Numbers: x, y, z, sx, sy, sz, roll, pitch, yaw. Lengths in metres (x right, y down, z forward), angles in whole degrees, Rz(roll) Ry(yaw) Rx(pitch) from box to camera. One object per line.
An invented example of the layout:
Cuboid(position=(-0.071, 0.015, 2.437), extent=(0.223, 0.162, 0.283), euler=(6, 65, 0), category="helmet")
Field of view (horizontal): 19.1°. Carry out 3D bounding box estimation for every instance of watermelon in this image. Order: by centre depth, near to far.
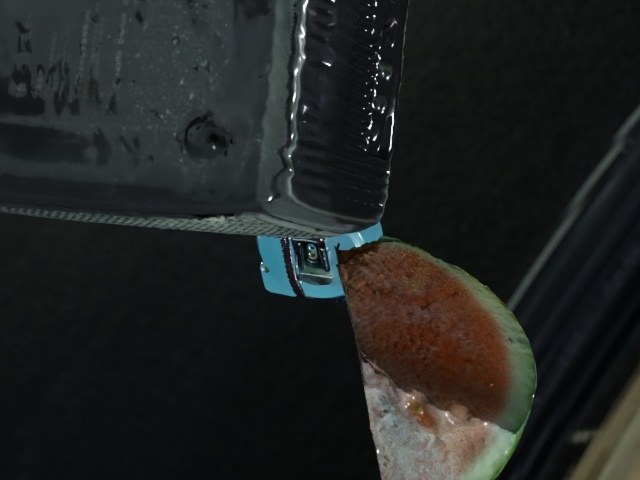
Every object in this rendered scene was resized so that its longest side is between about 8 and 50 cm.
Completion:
Cuboid(position=(0.075, 0.115, 1.412), extent=(0.231, 0.128, 0.146), euler=(-104, -161, -52), category="watermelon")

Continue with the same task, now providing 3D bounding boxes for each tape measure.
Cuboid(position=(0.000, 0.000, 1.981), extent=(0.125, 0.146, 0.081), euler=(7, -142, 21), category="tape measure")

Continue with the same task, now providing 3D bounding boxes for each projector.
Cuboid(position=(-0.145, -0.210, 1.573), extent=(0.405, 0.242, 0.395), euler=(5, -94, 24), category="projector")
